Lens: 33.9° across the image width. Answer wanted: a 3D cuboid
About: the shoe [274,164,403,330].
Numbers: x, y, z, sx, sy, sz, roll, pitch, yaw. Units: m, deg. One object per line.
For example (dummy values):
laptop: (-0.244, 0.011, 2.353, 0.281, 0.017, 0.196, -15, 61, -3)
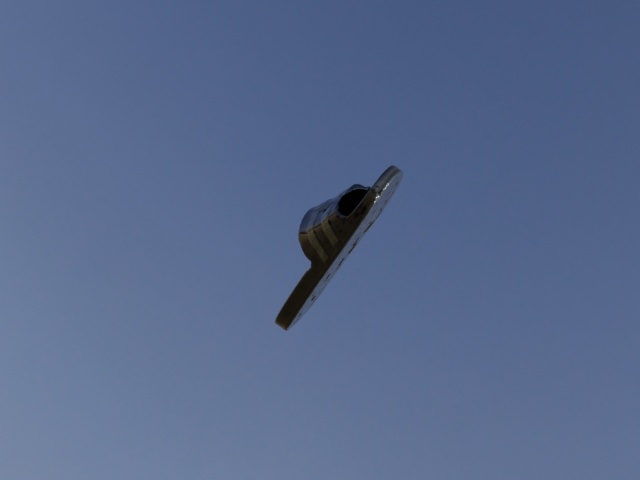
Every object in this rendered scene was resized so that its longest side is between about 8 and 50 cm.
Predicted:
shoe: (0.000, 0.000, 0.875, 0.049, 0.071, 0.179, 39, -58, 6)
